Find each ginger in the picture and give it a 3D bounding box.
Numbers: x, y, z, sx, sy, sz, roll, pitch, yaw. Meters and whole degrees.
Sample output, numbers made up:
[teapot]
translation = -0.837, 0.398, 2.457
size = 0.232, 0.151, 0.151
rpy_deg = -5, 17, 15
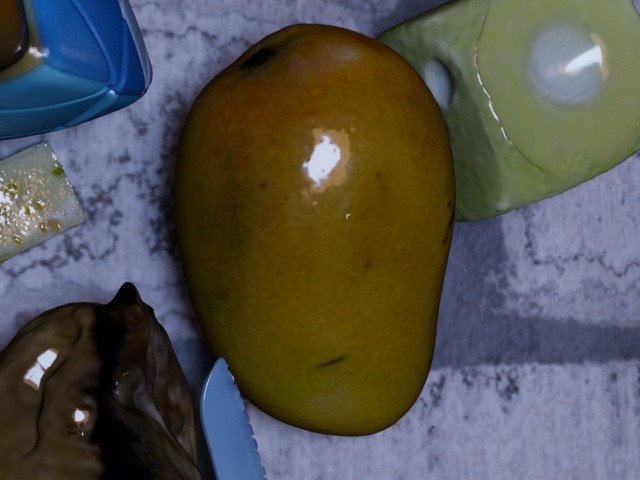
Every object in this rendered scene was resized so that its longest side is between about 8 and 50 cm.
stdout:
[ginger]
translation = -0.173, 0.182, 0.883
size = 0.223, 0.200, 0.269
rpy_deg = -23, 58, -1

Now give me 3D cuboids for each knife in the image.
[knife]
translation = -0.042, 0.235, 0.970
size = 0.044, 0.019, 0.313
rpy_deg = -20, 103, -31

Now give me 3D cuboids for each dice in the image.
[dice]
translation = 0.150, -0.120, 1.065
size = 0.169, 0.169, 0.166
rpy_deg = -26, 97, -24

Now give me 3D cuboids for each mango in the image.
[mango]
translation = 0.000, 0.000, 0.993
size = 0.211, 0.173, 0.317
rpy_deg = -14, 104, -27

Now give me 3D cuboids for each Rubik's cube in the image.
[Rubik's cube]
translation = -0.223, -0.122, 0.916
size = 0.254, 0.254, 0.254
rpy_deg = 2, 86, -25

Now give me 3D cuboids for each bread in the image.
[bread]
translation = -0.244, -0.012, 0.953
size = 0.154, 0.028, 0.068
rpy_deg = -28, 97, -25
